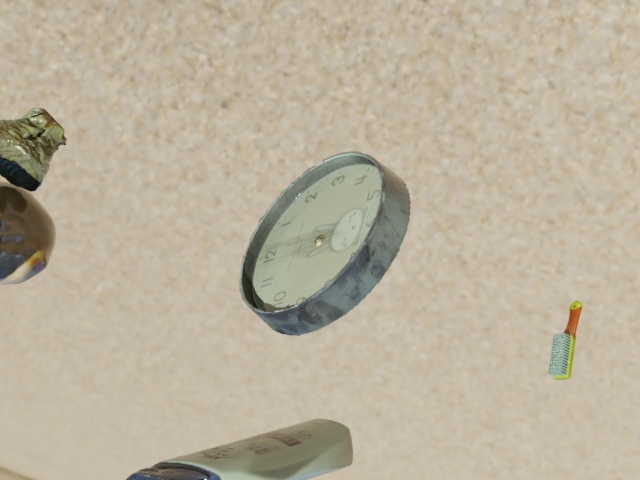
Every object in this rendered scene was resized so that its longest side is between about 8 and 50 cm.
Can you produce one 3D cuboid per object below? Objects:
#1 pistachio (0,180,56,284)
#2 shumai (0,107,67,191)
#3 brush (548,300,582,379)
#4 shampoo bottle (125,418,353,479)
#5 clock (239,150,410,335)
[{"bbox_3d":[-0.437,-0.012,1.787,0.144,0.144,0.215,34,175,-38],"label":"pistachio"},{"bbox_3d":[-0.385,-0.129,1.727,0.124,0.087,0.099,17,144,38],"label":"shumai"},{"bbox_3d":[0.234,0.092,1.258,0.021,0.083,0.019,34,150,-32],"label":"brush"},{"bbox_3d":[-0.099,0.320,1.847,0.134,0.078,0.359,-1,-176,42],"label":"shampoo bottle"},{"bbox_3d":[0.000,0.000,1.406,0.042,0.215,0.215,39,157,-31],"label":"clock"}]
